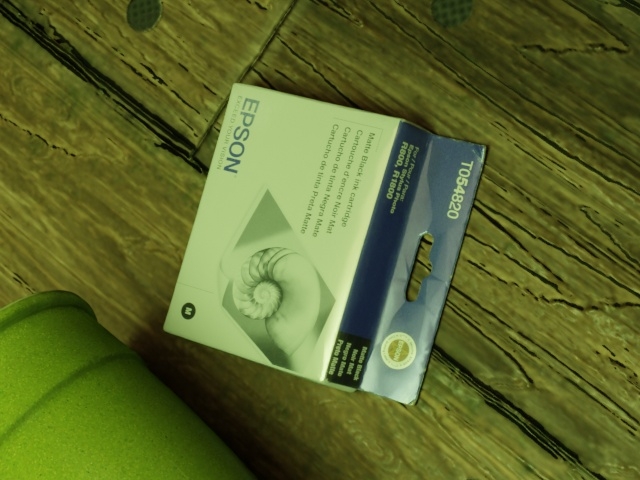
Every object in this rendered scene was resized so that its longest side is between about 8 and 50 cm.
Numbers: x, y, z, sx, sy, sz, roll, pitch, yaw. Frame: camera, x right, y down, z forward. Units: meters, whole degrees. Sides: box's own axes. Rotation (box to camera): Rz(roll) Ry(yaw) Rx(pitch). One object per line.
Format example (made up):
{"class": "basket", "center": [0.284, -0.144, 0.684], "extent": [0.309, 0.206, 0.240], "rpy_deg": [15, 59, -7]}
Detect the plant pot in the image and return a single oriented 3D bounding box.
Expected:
{"class": "plant pot", "center": [-0.152, 0.285, 1.230], "extent": [0.353, 0.366, 0.366], "rpy_deg": [34, 96, 14]}

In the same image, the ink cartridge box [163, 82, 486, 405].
{"class": "ink cartridge box", "center": [0.000, 0.000, 1.348], "extent": [0.224, 0.045, 0.223], "rpy_deg": [14, 87, 26]}
